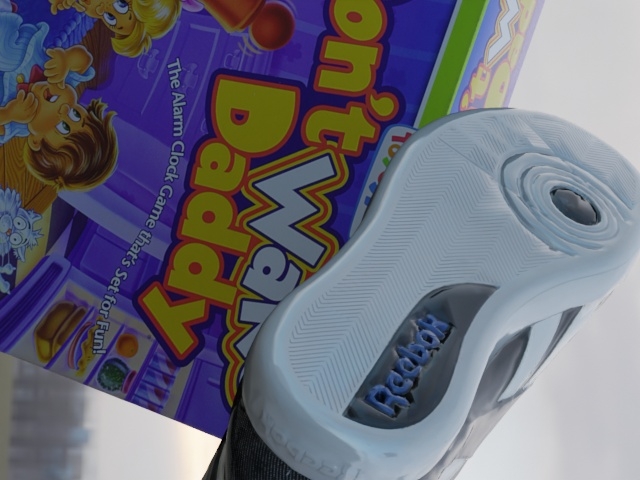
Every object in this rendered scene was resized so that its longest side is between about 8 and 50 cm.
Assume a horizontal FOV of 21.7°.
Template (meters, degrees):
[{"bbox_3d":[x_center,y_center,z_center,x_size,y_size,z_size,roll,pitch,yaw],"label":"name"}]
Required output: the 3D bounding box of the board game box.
[{"bbox_3d":[-0.033,-0.105,0.688,0.347,0.233,0.078,-71,160,-2],"label":"board game box"}]

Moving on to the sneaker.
[{"bbox_3d":[0.023,0.041,0.529,0.217,0.079,0.121,-37,160,-51],"label":"sneaker"}]
